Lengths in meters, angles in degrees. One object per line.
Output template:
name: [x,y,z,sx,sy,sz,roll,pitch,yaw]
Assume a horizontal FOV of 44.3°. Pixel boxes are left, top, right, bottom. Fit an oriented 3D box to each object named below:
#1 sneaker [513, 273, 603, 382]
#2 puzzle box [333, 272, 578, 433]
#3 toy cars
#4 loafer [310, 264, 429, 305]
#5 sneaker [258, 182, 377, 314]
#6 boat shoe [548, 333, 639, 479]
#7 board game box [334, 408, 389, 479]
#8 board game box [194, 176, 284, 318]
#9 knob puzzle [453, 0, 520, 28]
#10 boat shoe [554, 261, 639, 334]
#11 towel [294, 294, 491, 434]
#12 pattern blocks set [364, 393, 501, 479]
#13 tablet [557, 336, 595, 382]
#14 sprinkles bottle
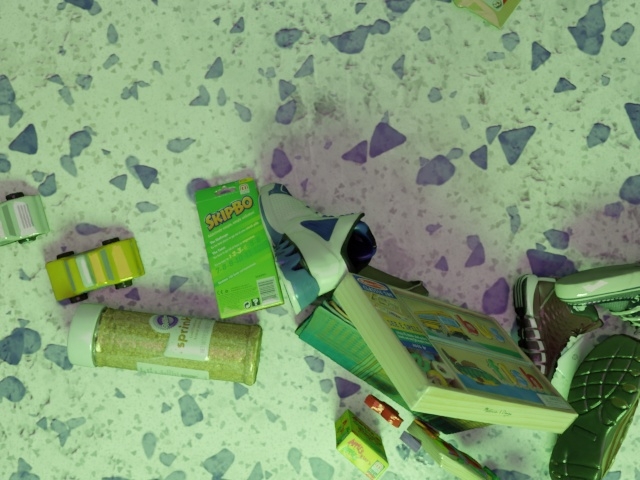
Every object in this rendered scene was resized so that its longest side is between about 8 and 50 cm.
sneaker: [0.468,0.202,1.516,0.163,0.106,0.281,-3,90,-3]
puzzle box: [0.235,0.196,1.340,0.409,0.272,0.052,18,115,-40]
toy cars: [-0.540,0.014,1.523,0.394,0.087,0.176,24,90,0]
loafer: [0.084,0.084,1.518,0.251,0.094,0.087,1,95,0]
sneaker: [0.000,0.001,1.428,0.182,0.315,0.127,-18,125,-4]
boat shoe: [0.540,0.333,1.513,0.123,0.120,0.323,28,100,37]
board game box: [0.075,0.381,1.478,0.092,0.181,0.043,41,91,0]
board game box: [-0.159,0.013,1.526,0.124,0.039,0.259,-14,79,0]
knob puzzle: [0.322,-0.537,1.543,0.213,0.030,0.213,0,91,0]
boat shoe: [0.601,0.124,1.475,0.341,0.127,0.158,-8,94,-16]
towel: [0.132,0.236,1.443,0.370,0.271,0.040,33,69,-1]
pattern blocks set: [0.246,0.399,1.434,0.325,0.285,0.026,35,91,-35]
tablet: [0.511,0.238,1.563,0.083,0.006,0.054,-44,90,0]
sprinkles bottle: [-0.294,0.200,1.508,0.356,0.121,0.121,7,91,0]
